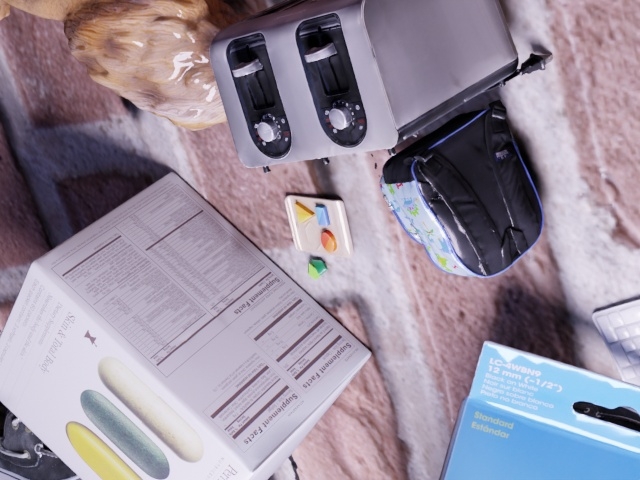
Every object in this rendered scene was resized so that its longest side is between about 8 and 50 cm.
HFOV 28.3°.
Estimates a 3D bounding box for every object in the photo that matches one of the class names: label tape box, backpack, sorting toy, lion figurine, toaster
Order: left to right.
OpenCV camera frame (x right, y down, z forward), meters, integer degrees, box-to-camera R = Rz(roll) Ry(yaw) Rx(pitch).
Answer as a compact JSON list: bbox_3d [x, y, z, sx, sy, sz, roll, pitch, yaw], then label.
[{"bbox_3d":[-0.163,-0.278,0.996,0.240,0.142,0.392,13,125,33],"label":"lion figurine"},{"bbox_3d":[0.000,0.000,1.139,0.062,0.012,0.083,6,120,35],"label":"sorting toy"},{"bbox_3d":[0.038,-0.135,0.921,0.168,0.186,0.110,-3,113,47],"label":"toaster"},{"bbox_3d":[0.110,-0.032,0.974,0.114,0.105,0.084,60,157,-11],"label":"backpack"},{"bbox_3d":[0.206,0.271,1.041,0.249,0.115,0.347,17,130,8],"label":"label tape box"}]

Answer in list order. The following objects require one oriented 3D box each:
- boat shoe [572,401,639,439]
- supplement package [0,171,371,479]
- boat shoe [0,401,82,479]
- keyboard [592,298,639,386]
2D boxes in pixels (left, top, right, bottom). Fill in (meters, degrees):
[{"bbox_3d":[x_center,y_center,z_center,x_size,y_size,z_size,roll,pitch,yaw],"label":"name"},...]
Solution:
[{"bbox_3d":[0.214,0.153,1.053,0.142,0.040,0.049,5,120,36],"label":"boat shoe"},{"bbox_3d":[-0.138,0.120,1.190,0.263,0.198,0.199,42,134,8],"label":"supplement package"},{"bbox_3d":[-0.319,0.224,1.450,0.335,0.121,0.119,-7,117,42],"label":"boat shoe"},{"bbox_3d":[0.318,0.054,0.929,0.256,0.014,0.072,-23,102,43],"label":"keyboard"}]
